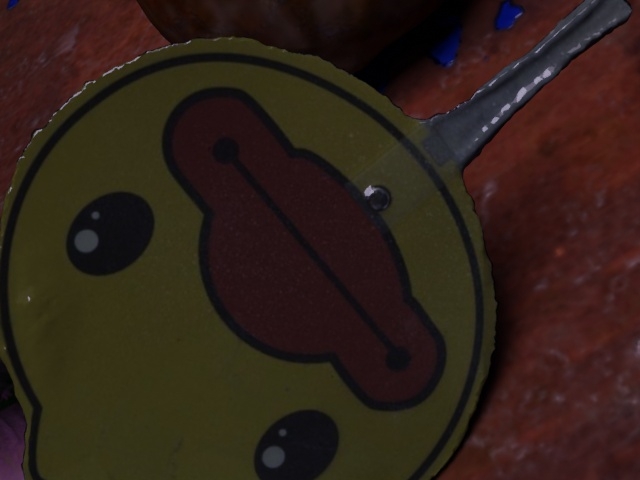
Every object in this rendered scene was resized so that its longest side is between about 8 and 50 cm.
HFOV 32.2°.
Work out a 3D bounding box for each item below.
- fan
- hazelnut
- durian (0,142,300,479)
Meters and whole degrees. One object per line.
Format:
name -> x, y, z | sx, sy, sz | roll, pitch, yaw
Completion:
fan -> 0.000, 0.000, 0.476 | 0.335, 0.229, 0.011 | -41, 8, 0
hazelnut -> -0.017, -0.189, 0.617 | 0.214, 0.176, 0.214 | 0, 89, 27
durian -> -0.127, 0.077, 0.538 | 0.261, 0.154, 0.186 | -7, 79, 0
